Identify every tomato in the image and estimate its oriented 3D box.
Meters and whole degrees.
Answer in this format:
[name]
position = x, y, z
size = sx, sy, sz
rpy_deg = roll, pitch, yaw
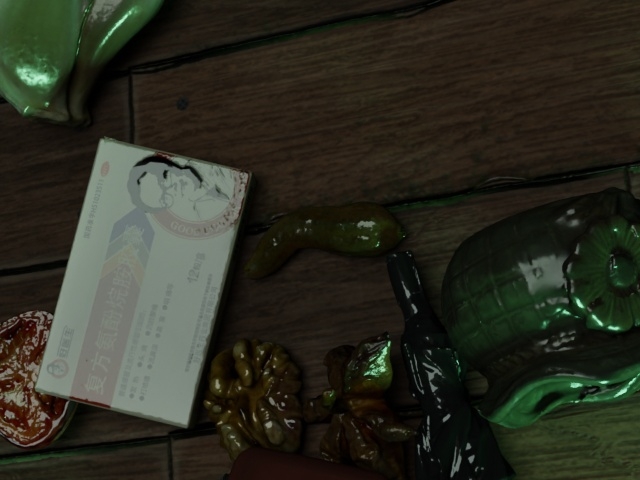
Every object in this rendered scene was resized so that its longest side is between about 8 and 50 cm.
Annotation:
[tomato]
position = -0.393, 0.189, 2.000
size = 0.166, 0.082, 0.174
rpy_deg = 39, 87, 8

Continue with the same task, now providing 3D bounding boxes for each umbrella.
[umbrella]
position = 0.141, 0.171, 1.775
size = 0.118, 0.118, 0.340
rpy_deg = -22, 72, 17

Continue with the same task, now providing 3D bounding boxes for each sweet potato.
[sweet potato]
position = -0.002, -0.006, 1.898
size = 0.233, 0.062, 0.081
rpy_deg = -11, 76, 23

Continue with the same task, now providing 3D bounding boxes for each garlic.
[garlic]
position = -0.346, -0.345, 2.017
size = 0.340, 0.231, 0.246
rpy_deg = -40, 65, 16

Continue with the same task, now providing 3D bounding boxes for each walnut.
[walnut]
position = -0.090, 0.208, 1.881
size = 0.143, 0.069, 0.170
rpy_deg = -30, 67, 22

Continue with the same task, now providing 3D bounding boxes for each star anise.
[star anise]
position = 0.041, 0.205, 1.792
size = 0.111, 0.196, 0.212
rpy_deg = -11, 109, -15

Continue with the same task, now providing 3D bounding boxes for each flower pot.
[flower pot]
position = 0.293, 0.074, 1.636
size = 0.302, 0.302, 0.213
rpy_deg = -21, 76, 17

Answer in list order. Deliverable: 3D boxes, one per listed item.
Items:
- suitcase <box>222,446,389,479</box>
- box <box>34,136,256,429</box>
[suitcase]
position = -0.033, 0.409, 1.721
size = 0.236, 0.161, 0.297
rpy_deg = 9, 58, 20
[box]
position = -0.231, 0.057, 1.938
size = 0.214, 0.069, 0.353
rpy_deg = 13, 82, 4
